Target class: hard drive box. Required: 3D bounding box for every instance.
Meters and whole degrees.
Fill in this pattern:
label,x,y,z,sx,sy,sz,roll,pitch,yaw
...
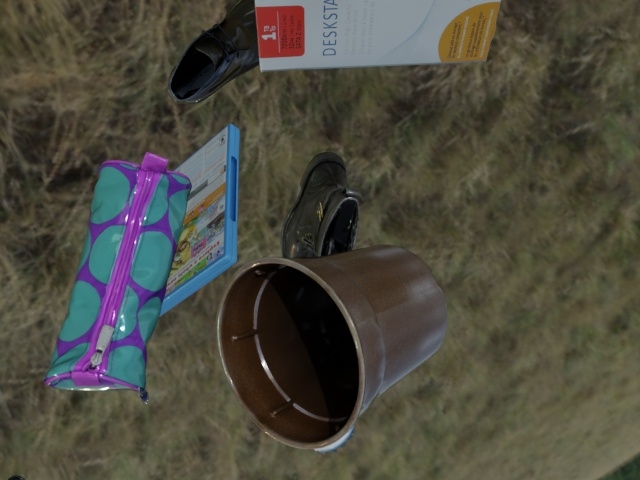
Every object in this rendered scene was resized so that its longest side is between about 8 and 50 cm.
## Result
label,x,y,z,sx,sy,sz,roll,pitch,yaw
hard drive box,0.052,-0.255,0.810,0.232,0.089,0.181,-3,149,-2

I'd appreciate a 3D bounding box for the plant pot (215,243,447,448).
label,x,y,z,sx,sy,sz,roll,pitch,yaw
plant pot,0.021,0.078,0.779,0.165,0.167,0.167,-19,155,-48

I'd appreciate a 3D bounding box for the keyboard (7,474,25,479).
label,x,y,z,sx,sy,sz,roll,pitch,yaw
keyboard,-0.256,0.201,0.622,0.108,0.180,0.023,9,147,-34

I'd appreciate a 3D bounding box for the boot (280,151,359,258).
label,x,y,z,sx,sy,sz,roll,pitch,yaw
boot,0.000,0.000,1.355,0.091,0.229,0.263,7,117,-11

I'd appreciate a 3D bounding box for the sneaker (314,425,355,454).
label,x,y,z,sx,sy,sz,roll,pitch,yaw
sneaker,-0.021,0.172,1.091,0.085,0.237,0.086,-33,128,5

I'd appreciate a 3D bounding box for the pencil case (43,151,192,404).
label,x,y,z,sx,sy,sz,roll,pitch,yaw
pencil case,-0.127,0.024,0.551,0.064,0.152,0.070,13,164,-12

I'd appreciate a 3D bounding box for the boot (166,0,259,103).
label,x,y,z,sx,sy,sz,roll,pitch,yaw
boot,-0.112,-0.249,1.104,0.219,0.082,0.106,-42,-167,11

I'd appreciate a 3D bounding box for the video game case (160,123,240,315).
label,x,y,z,sx,sy,sz,roll,pitch,yaw
video game case,-0.121,-0.020,0.816,0.119,0.166,0.015,-33,132,32
